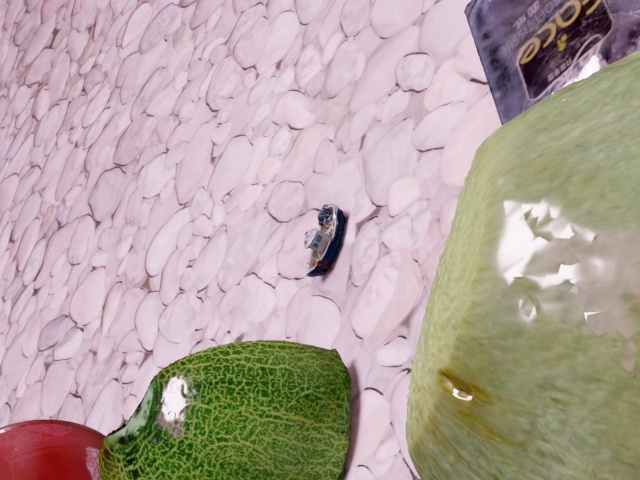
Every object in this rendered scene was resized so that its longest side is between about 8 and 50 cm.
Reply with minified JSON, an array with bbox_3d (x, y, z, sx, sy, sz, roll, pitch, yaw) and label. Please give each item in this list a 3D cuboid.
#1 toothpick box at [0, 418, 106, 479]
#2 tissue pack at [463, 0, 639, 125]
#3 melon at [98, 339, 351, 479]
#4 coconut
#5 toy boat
[{"bbox_3d":[-0.266,0.361,1.265,0.204,0.204,0.333,-50,34,19],"label":"toothpick box"},{"bbox_3d":[0.215,-0.176,1.097,0.173,0.073,0.235,-43,36,30],"label":"tissue pack"},{"bbox_3d":[-0.095,0.210,1.163,0.265,0.169,0.129,-52,34,19],"label":"melon"},{"bbox_3d":[0.209,0.065,0.607,0.328,0.328,0.281,-52,7,16],"label":"coconut"},{"bbox_3d":[0.000,0.000,1.312,0.038,0.038,0.083,-14,54,51],"label":"toy boat"}]
